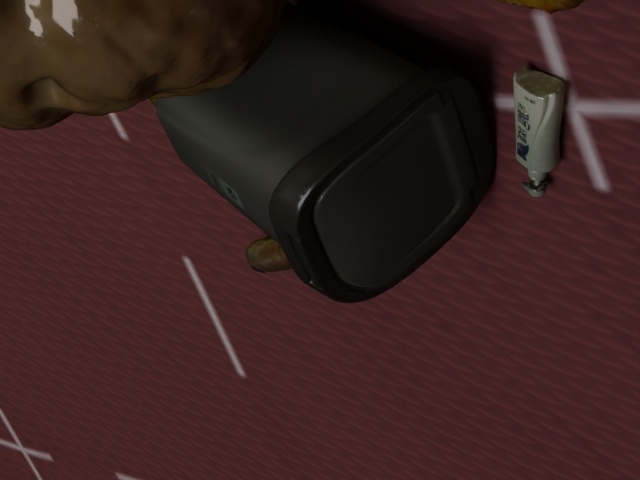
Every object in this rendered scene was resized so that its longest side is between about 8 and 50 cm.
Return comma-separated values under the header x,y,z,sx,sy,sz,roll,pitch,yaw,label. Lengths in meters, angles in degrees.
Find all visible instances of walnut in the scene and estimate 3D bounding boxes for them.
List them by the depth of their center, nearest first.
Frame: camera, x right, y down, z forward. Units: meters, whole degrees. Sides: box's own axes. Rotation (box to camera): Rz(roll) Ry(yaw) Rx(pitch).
x,y,z,sx,sy,sz,roll,pitch,yaw,label
-0.190,-0.261,1.587,0.383,0.383,0.383,31,144,25,walnut

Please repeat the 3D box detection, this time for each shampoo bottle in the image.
x,y,z,sx,sy,sz,roll,pitch,yaw,label
0.199,-0.093,1.677,0.049,0.034,0.141,23,142,26,shampoo bottle

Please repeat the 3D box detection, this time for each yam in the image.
x,y,z,sx,sy,sz,roll,pitch,yaw,label
0.000,0.000,2.004,0.264,0.046,0.046,-14,113,56,yam

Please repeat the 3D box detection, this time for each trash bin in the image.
x,y,z,sx,sy,sz,roll,pitch,yaw,label
-0.005,-0.099,1.748,0.250,0.219,0.220,36,161,32,trash bin

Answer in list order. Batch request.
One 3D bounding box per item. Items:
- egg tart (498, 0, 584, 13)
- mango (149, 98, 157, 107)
x,y,z,sx,sy,sz,roll,pitch,yaw,label
0.110,-0.275,1.476,0.291,0.107,0.291,23,-179,0,egg tart
-0.142,-0.202,1.871,0.137,0.091,0.237,-4,133,37,mango
